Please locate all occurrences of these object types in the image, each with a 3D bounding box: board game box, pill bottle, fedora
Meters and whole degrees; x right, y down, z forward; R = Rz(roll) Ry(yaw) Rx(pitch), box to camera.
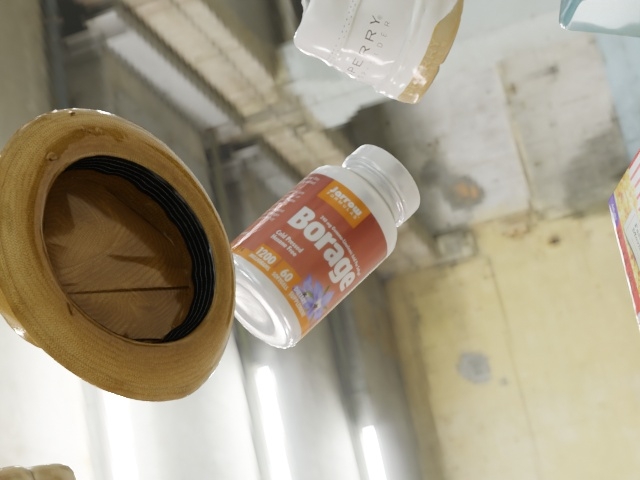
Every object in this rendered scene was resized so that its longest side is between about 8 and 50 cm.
[{"bbox_3d":[0.312,-0.016,1.167,0.193,0.045,0.146,101,162,-63],"label":"board game box"},{"bbox_3d":[0.000,0.000,1.393,0.216,0.121,0.121,-43,-53,-23],"label":"pill bottle"},{"bbox_3d":[-0.135,0.016,0.802,0.194,0.079,0.194,28,-129,-42],"label":"fedora"}]

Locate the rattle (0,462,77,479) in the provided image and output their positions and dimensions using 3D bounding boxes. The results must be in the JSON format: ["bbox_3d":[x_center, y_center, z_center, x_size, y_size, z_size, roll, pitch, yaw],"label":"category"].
[{"bbox_3d":[-0.216,0.215,0.891,0.199,0.130,0.142,123,144,-71],"label":"rattle"}]

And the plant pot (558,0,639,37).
[{"bbox_3d":[0.311,-0.289,1.144,0.234,0.166,0.165,86,-168,-78],"label":"plant pot"}]

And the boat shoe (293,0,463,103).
[{"bbox_3d":[0.018,-0.190,0.780,0.277,0.096,0.098,-94,24,-51],"label":"boat shoe"}]
